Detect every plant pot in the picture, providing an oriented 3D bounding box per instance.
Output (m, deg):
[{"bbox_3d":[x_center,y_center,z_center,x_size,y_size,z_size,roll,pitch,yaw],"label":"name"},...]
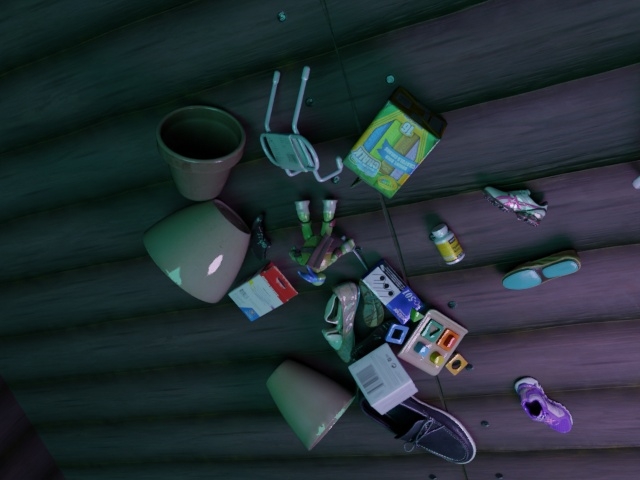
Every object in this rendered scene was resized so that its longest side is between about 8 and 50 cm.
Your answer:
[{"bbox_3d":[-0.056,0.566,2.144,0.274,0.257,0.256,40,122,16],"label":"plant pot"},{"bbox_3d":[-0.369,-0.247,1.822,0.263,0.263,0.229,22,137,6],"label":"plant pot"}]

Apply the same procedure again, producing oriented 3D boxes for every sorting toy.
[{"bbox_3d":[0.369,0.337,1.908,0.348,0.047,0.196,32,97,-27],"label":"sorting toy"}]

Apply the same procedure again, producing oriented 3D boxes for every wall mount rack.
[{"bbox_3d":[-0.072,-0.322,1.683,0.350,0.131,0.304,21,139,60],"label":"wall mount rack"}]

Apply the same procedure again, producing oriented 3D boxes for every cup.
[{"bbox_3d":[-0.368,0.003,1.919,0.331,0.331,0.237,44,99,-7],"label":"cup"}]

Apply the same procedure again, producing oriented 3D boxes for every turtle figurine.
[{"bbox_3d":[0.000,0.000,1.897,0.198,0.275,0.266,3,98,41],"label":"turtle figurine"}]

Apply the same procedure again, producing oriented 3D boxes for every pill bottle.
[{"bbox_3d":[0.384,0.009,1.797,0.065,0.065,0.116,-25,107,27],"label":"pill bottle"}]

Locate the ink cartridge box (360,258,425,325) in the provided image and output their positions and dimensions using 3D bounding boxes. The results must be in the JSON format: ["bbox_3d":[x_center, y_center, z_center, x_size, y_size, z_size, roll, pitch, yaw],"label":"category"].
[{"bbox_3d":[0.236,0.167,1.916,0.097,0.046,0.207,-42,100,3],"label":"ink cartridge box"}]

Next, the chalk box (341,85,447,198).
[{"bbox_3d":[0.190,-0.251,1.662,0.179,0.180,0.289,37,122,-2],"label":"chalk box"}]

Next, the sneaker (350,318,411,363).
[{"bbox_3d":[0.206,0.345,2.021,0.228,0.130,0.087,-38,76,0],"label":"sneaker"}]

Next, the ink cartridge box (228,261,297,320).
[{"bbox_3d":[-0.189,0.169,2.055,0.231,0.078,0.134,-31,104,28],"label":"ink cartridge box"}]

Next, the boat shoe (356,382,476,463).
[{"bbox_3d":[0.331,0.650,2.092,0.500,0.156,0.186,37,119,-5],"label":"boat shoe"}]

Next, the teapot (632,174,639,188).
[{"bbox_3d":[0.933,-0.219,1.444,0.256,0.187,0.252,23,104,36],"label":"teapot"}]

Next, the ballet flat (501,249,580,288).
[{"bbox_3d":[0.651,0.086,1.749,0.232,0.073,0.080,-19,118,32],"label":"ballet flat"}]

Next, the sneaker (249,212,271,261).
[{"bbox_3d":[-0.197,-0.010,1.986,0.089,0.051,0.170,30,126,1],"label":"sneaker"}]

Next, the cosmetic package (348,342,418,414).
[{"bbox_3d":[0.207,0.453,1.928,0.152,0.183,0.151,-33,62,0],"label":"cosmetic package"}]

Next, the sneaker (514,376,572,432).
[{"bbox_3d":[0.733,0.564,1.946,0.236,0.104,0.095,43,119,-8],"label":"sneaker"}]

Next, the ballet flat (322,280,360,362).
[{"bbox_3d":[0.060,0.281,2.010,0.106,0.107,0.315,-6,113,-24],"label":"ballet flat"}]

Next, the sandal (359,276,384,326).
[{"bbox_3d":[0.172,0.200,1.978,0.072,0.049,0.180,-10,98,16],"label":"sandal"}]

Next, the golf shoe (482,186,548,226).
[{"bbox_3d":[0.554,-0.115,1.688,0.186,0.067,0.085,28,94,3],"label":"golf shoe"}]
